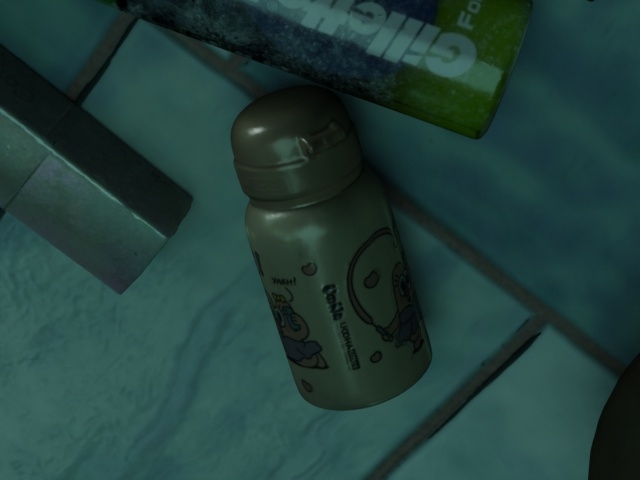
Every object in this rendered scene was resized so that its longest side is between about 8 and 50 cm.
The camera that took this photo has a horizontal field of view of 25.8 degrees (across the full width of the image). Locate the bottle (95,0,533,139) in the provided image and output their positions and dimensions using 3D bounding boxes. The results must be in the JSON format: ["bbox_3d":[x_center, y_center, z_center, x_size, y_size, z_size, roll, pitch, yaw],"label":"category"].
[{"bbox_3d":[-0.042,-0.158,0.841,0.330,0.093,0.093,20,120,1],"label":"bottle"}]

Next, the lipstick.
[{"bbox_3d":[-0.234,-0.092,0.935,0.317,0.066,0.068,38,118,-9],"label":"lipstick"}]

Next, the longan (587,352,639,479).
[{"bbox_3d":[0.287,0.146,0.869,0.248,0.248,0.248,5,119,10],"label":"longan"}]

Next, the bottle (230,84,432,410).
[{"bbox_3d":[0.000,0.000,0.922,0.110,0.097,0.209,19,132,54],"label":"bottle"}]
